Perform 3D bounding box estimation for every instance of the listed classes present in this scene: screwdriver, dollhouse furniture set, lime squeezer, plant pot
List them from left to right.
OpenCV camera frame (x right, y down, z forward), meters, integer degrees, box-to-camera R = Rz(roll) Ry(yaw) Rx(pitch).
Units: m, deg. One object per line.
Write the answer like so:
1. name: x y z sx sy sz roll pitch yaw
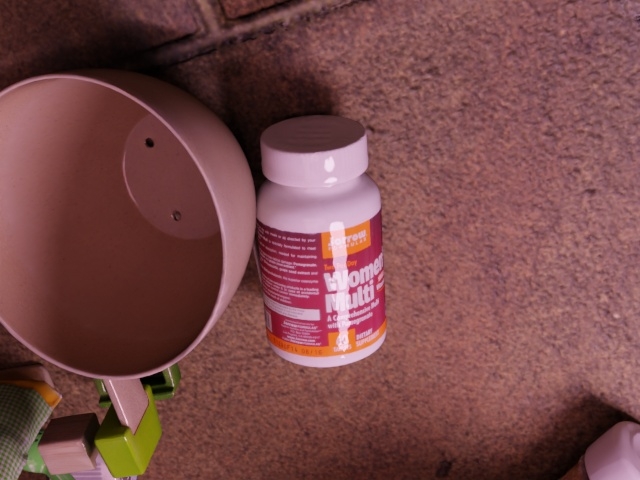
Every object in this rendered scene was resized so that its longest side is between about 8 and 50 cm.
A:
1. dollhouse furniture set: -0.318 0.148 1.484 0.301 0.197 0.151 -10 115 14
2. lime squeezer: -0.326 0.256 1.590 0.310 0.059 0.110 -5 113 40
3. plant pot: -0.173 -0.037 1.359 0.284 0.191 0.284 8 112 21
4. screwdriver: -0.076 -0.028 1.456 0.025 0.024 0.170 -14 117 -16

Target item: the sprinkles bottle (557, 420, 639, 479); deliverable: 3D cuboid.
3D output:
1. sprinkles bottle: 0.231 0.340 1.520 0.121 0.121 0.355 39 116 -9

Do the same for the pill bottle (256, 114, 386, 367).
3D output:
1. pill bottle: 0.000 0.000 1.399 0.121 0.121 0.221 1 116 10

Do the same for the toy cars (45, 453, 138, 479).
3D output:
1. toy cars: -0.312 0.385 1.659 0.176 0.087 0.394 35 116 -7
